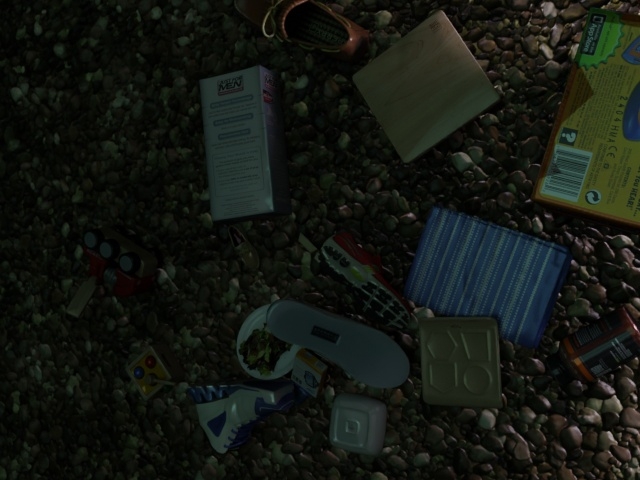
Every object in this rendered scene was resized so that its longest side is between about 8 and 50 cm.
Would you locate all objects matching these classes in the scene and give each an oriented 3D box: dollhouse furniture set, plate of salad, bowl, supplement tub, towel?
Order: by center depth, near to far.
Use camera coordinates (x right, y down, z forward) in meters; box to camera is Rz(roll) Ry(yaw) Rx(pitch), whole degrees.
[{"bbox_3d":[0.575,0.228,1.529,0.198,0.106,0.106,-34,75,19],"label":"supplement tub"},{"bbox_3d":[0.374,0.078,1.668,0.336,0.040,0.243,21,99,25],"label":"towel"},{"bbox_3d":[0.084,0.447,1.770,0.142,0.053,0.141,7,90,26],"label":"bowl"},{"bbox_3d":[0.000,0.000,1.817,0.081,0.091,0.114,-45,68,0],"label":"dollhouse furniture set"},{"bbox_3d":[-0.039,0.358,1.840,0.119,0.029,0.067,-44,73,16],"label":"towel"},{"bbox_3d":[-0.130,0.253,1.853,0.200,0.048,0.199,-9,67,22],"label":"plate of salad"}]

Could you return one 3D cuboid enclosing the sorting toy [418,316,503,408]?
[{"bbox_3d":[0.320,0.276,1.670,0.193,0.038,0.208,-5,91,34],"label":"sorting toy"}]

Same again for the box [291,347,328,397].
[{"bbox_3d":[-0.029,0.325,1.774,0.081,0.028,0.136,34,144,18],"label":"box"}]

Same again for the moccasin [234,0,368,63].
[{"bbox_3d":[-0.065,-0.548,1.823,0.380,0.147,0.139,35,102,21],"label":"moccasin"}]

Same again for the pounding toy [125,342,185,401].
[{"bbox_3d":[-0.442,0.364,1.981,0.130,0.100,0.141,-43,72,17],"label":"pounding toy"}]

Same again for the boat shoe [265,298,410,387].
[{"bbox_3d":[0.038,0.238,1.759,0.367,0.156,0.135,22,93,-6],"label":"boat shoe"}]

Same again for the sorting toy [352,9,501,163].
[{"bbox_3d":[0.251,-0.348,1.705,0.257,0.089,0.255,-34,75,19],"label":"sorting toy"}]

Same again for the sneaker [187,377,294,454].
[{"bbox_3d":[-0.197,0.447,1.862,0.316,0.127,0.182,-8,89,34],"label":"sneaker"}]

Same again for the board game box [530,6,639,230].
[{"bbox_3d":[0.645,-0.184,1.376,0.356,0.356,0.356,19,95,24],"label":"board game box"}]

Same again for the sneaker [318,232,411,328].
[{"bbox_3d":[0.125,0.086,1.739,0.279,0.118,0.107,47,136,0],"label":"sneaker"}]

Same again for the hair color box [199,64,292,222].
[{"bbox_3d":[-0.193,-0.241,1.888,0.186,0.114,0.374,-8,86,23],"label":"hair color box"}]

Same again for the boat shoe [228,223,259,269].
[{"bbox_3d":[-0.206,0.018,1.920,0.050,0.045,0.135,-35,75,19],"label":"boat shoe"}]

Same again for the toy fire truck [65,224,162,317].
[{"bbox_3d":[-0.591,0.108,2.045,0.217,0.158,0.246,29,111,22],"label":"toy fire truck"}]
